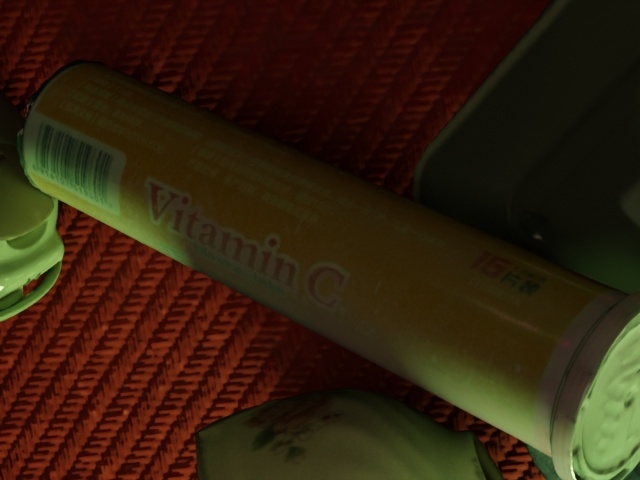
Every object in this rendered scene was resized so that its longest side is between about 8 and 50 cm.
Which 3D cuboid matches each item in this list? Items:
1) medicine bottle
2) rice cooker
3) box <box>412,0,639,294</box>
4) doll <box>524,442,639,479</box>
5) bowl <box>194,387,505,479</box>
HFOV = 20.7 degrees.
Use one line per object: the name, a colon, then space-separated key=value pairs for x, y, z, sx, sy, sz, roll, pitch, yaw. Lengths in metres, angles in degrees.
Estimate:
medicine bottle: x=0.000 y=0.000 z=0.997 sx=0.426 sy=0.108 sz=0.108 roll=26 pitch=110 yaw=34
rice cooker: x=-0.257 y=-0.037 z=1.130 sx=0.127 sy=0.145 sz=0.206 roll=-25 pitch=95 yaw=34
box: x=0.283 y=-0.010 z=0.899 sx=0.396 sy=0.111 sz=0.396 roll=44 pitch=133 yaw=6
doll: x=0.172 y=0.147 z=0.979 sx=0.120 sy=0.075 sz=0.179 roll=-32 pitch=75 yaw=32
bowl: x=0.054 y=0.200 z=1.013 sx=0.145 sy=0.277 sz=0.277 roll=-25 pitch=92 yaw=7
